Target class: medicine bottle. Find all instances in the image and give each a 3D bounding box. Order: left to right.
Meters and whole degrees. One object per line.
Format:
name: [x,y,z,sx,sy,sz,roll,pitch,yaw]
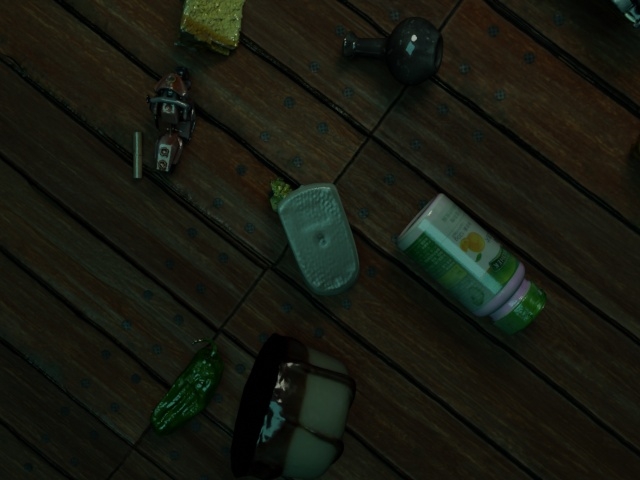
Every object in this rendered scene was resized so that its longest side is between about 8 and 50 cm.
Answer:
medicine bottle: [0.280,0.048,1.133,0.274,0.133,0.133,42,100,1]

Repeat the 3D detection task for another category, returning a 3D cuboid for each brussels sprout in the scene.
brussels sprout: [-0.074,-0.084,1.200,0.058,0.085,0.085,-24,92,12]

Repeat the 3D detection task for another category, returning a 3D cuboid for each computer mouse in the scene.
computer mouse: [0.000,0.000,1.182,0.127,0.079,0.231,-19,105,-7]

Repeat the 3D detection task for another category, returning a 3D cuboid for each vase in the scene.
vase: [0.128,-0.349,1.126,0.182,0.120,0.120,11,98,21]

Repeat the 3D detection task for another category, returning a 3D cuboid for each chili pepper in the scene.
chili pepper: [-0.274,0.312,1.269,0.100,0.074,0.257,38,101,2]

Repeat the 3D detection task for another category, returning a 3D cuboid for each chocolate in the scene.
chocolate: [-0.041,0.330,1.161,0.186,0.283,0.284,22,99,-13]

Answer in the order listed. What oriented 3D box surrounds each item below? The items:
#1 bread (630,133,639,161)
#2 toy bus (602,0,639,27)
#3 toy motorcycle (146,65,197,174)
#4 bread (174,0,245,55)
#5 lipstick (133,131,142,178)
bread: [0.717,-0.138,1.041,0.343,0.149,0.195,32,100,3]
toy bus: [0.479,-0.498,1.028,0.276,0.164,0.133,47,115,1]
toy motorcycle: [-0.290,-0.233,1.188,0.084,0.118,0.213,10,98,-2]
bread: [-0.213,-0.429,1.145,0.127,0.152,0.147,12,96,-2]
lipstick: [-0.374,-0.175,1.257,0.018,0.019,0.094,2,96,8]
